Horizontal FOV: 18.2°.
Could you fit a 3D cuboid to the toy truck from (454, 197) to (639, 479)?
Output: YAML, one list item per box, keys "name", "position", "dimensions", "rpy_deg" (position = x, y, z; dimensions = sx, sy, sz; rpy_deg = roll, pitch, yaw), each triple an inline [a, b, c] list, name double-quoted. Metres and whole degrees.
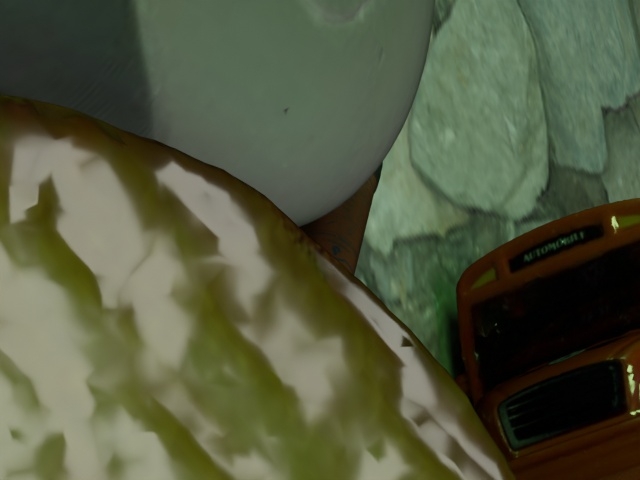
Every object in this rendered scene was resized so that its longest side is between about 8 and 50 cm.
- name: "toy truck"
  position: [0.125, 0.048, 0.760]
  dimensions: [0.253, 0.107, 0.114]
  rpy_deg: [1, 69, -66]

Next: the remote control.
- name: "remote control"
  position: [-0.064, -0.125, 0.473]
  dimensions: [0.332, 0.103, 0.221]
  rpy_deg: [27, 52, -55]

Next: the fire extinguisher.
- name: "fire extinguisher"
  position: [0.000, 0.000, 0.633]
  dimensions: [0.028, 0.022, 0.083]
  rpy_deg: [25, 45, -10]

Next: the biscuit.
- name: "biscuit"
  position: [-0.057, 0.129, 0.338]
  dimensions: [0.318, 0.040, 0.318]
  rpy_deg: [10, 76, -42]
